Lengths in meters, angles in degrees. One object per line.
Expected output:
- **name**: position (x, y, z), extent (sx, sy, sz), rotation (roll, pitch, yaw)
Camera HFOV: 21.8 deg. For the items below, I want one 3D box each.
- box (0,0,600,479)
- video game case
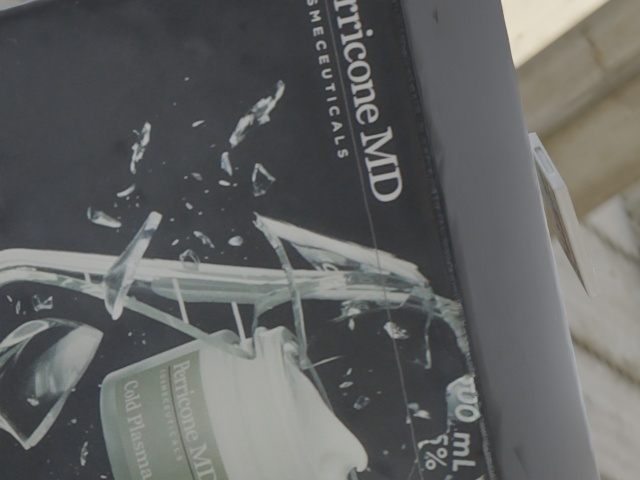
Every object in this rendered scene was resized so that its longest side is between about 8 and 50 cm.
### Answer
- **box**: position (-0.080, 0.050, 1.236), extent (0.297, 0.472, 0.480), rotation (-15, -87, -70)
- **video game case**: position (0.284, -0.031, 1.949), extent (0.143, 0.019, 0.157), rotation (-106, -5, -60)
